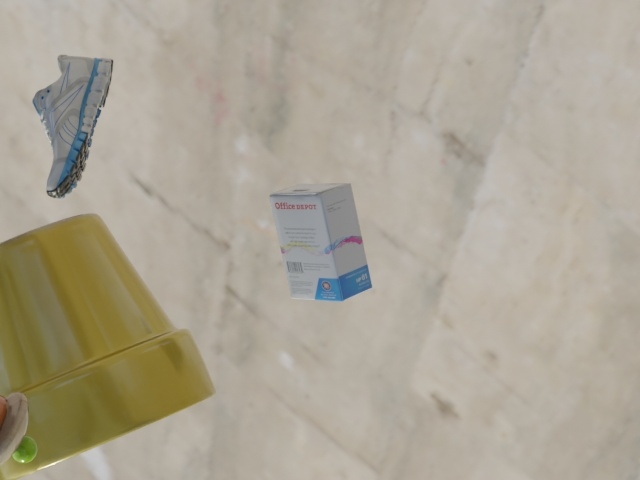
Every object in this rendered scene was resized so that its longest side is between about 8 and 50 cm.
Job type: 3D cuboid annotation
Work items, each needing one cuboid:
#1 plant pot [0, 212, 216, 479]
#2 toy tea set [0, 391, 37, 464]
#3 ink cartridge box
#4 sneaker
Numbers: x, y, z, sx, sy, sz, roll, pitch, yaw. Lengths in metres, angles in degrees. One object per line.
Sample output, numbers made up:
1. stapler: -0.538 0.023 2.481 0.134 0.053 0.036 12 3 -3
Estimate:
1. plant pot: -0.273 0.108 1.744 0.254 0.254 0.239 -28 83 60
2. toy tea set: -0.288 0.250 1.066 0.124 0.336 0.200 37 173 -22
3. ink cartridge box: 0.000 0.000 1.740 0.089 0.052 0.122 2 109 48
4. sneaker: -0.310 -0.140 1.912 0.083 0.190 0.071 14 156 -3
